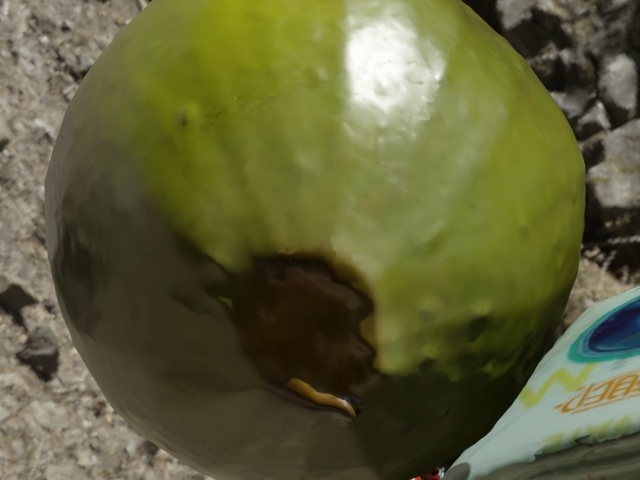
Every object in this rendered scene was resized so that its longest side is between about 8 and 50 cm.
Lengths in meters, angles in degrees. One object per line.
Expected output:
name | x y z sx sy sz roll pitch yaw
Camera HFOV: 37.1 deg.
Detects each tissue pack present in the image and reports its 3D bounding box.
tissue pack | 0.286 0.128 0.711 0.388 0.287 0.162 -28 90 -54

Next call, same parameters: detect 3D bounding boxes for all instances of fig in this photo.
fig | -0.004 -0.011 0.557 0.343 0.343 0.343 47 23 -28

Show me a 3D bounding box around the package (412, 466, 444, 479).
package | 0.085 0.344 1.004 0.194 0.071 0.270 58 40 -46
